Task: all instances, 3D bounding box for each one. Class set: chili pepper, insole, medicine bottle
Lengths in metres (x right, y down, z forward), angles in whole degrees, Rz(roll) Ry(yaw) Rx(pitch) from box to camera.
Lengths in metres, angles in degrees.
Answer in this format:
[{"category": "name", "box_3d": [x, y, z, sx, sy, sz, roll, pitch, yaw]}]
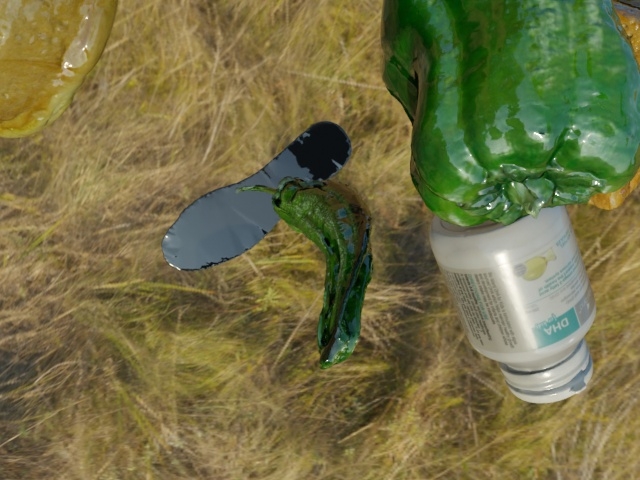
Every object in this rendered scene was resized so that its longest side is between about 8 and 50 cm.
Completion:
[{"category": "chili pepper", "box_3d": [0.127, -0.196, 0.577, 0.168, 0.213, 0.384, 1, 70, -11]}, {"category": "insole", "box_3d": [-0.100, -0.066, 1.133, 0.348, 0.009, 0.119, -37, 111, 1]}, {"category": "chili pepper", "box_3d": [0.001, 0.000, 0.738, 0.065, 0.122, 0.279, 47, 10, -41]}, {"category": "medicine bottle", "box_3d": [0.206, 0.056, 0.733, 0.135, 0.135, 0.215, -39, 114, -32]}]

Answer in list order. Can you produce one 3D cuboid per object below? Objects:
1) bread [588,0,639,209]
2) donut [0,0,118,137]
[{"category": "bread", "box_3d": [0.339, -0.161, 0.850, 0.139, 0.271, 0.077, 29, 57, 27]}, {"category": "donut", "box_3d": [-0.243, -0.204, 0.494, 0.128, 0.209, 0.261, -12, 111, -63]}]
